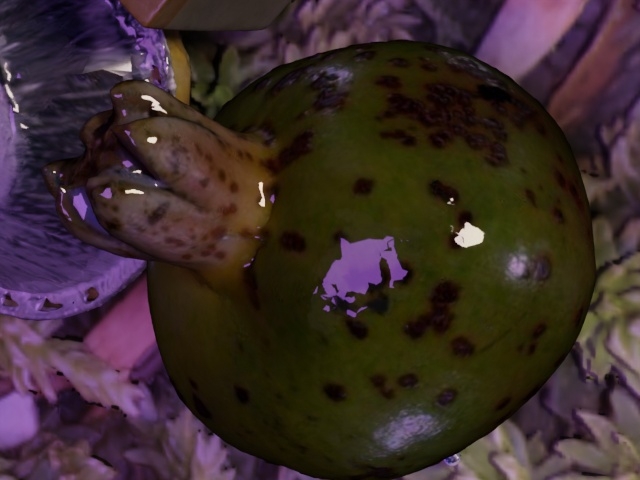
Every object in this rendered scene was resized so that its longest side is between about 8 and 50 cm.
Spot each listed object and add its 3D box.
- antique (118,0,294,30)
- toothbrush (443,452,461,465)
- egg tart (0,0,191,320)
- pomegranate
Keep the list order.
[{"bbox_3d":[-0.054,-0.195,0.776,0.146,0.148,0.152,47,113,14],"label":"antique"},{"bbox_3d":[0.027,0.039,0.849,0.014,0.017,0.162,-28,82,-11],"label":"toothbrush"},{"bbox_3d":[-0.167,-0.068,0.864,0.234,0.094,0.234,10,107,34],"label":"egg tart"},{"bbox_3d":[0.000,0.000,0.736,0.202,0.248,0.202,-23,57,40],"label":"pomegranate"}]
